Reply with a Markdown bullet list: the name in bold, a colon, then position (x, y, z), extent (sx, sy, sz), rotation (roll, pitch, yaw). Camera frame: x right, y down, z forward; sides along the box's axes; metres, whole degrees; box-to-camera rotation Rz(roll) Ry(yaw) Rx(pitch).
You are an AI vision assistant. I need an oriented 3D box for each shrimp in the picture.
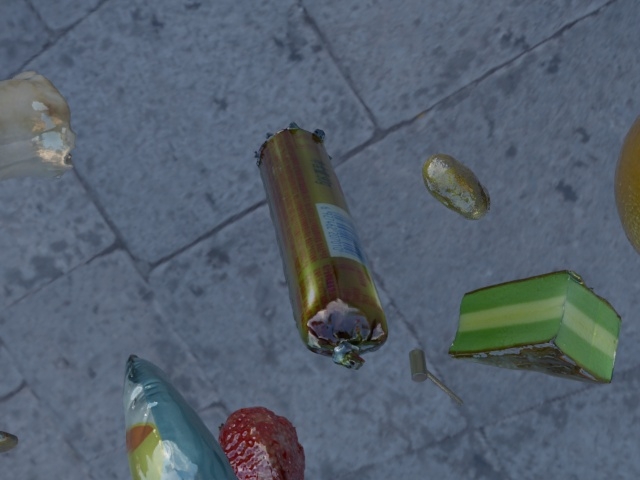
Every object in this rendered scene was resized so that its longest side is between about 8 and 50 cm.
- **shrimp**: position (-0.460, 0.250, 1.296), extent (0.178, 0.124, 0.034), rotation (-11, 67, 42)

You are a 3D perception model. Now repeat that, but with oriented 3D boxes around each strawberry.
- **strawberry**: position (-0.068, 0.270, 1.268), extent (0.148, 0.131, 0.131), rotation (2, 115, 50)

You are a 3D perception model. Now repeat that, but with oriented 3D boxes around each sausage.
- **sausage**: position (0.000, 0.000, 0.914), extent (0.082, 0.371, 0.082), rotation (-4, 120, -7)

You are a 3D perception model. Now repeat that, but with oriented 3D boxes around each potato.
- **potato**: position (0.138, -0.050, 1.034), extent (0.045, 0.046, 0.092), rotation (-48, 121, 5)

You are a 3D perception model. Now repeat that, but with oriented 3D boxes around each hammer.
- **hammer**: position (0.140, 0.171, 1.242), extent (0.019, 0.035, 0.110), rotation (-26, 132, 23)

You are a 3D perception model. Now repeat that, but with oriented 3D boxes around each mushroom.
- **mushroom**: position (-0.405, -0.104, 1.083), extent (0.297, 0.290, 0.297), rotation (40, 141, 43)

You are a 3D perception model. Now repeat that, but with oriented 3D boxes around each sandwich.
- **sandwich**: position (0.178, 0.080, 0.869), extent (0.074, 0.074, 0.116), rotation (36, 149, -28)

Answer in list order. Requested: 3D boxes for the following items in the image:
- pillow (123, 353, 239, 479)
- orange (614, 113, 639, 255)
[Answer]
- **pillow**: position (-0.113, 0.225, 0.968), extent (0.086, 0.214, 0.233), rotation (-27, 138, -3)
- **orange**: position (0.485, -0.063, 1.240), extent (0.274, 0.274, 0.274), rotation (10, 116, 21)
